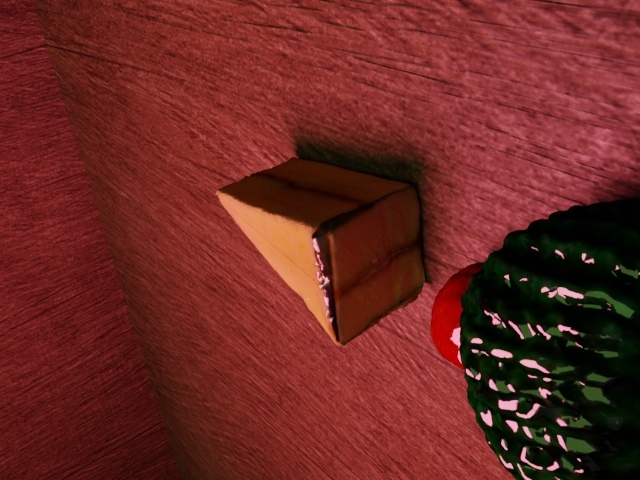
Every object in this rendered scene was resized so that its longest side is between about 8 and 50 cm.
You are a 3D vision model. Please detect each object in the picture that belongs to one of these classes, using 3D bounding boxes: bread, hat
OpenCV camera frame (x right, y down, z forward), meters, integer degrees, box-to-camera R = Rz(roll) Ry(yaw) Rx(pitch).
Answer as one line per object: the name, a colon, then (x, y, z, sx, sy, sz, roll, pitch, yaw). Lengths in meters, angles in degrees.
bread: (-0.003, -0.002, 0.781, 0.264, 0.167, 0.163, 23, 132, 50)
hat: (0.198, 0.094, 0.516, 0.332, 0.242, 0.275, -163, 65, -65)
